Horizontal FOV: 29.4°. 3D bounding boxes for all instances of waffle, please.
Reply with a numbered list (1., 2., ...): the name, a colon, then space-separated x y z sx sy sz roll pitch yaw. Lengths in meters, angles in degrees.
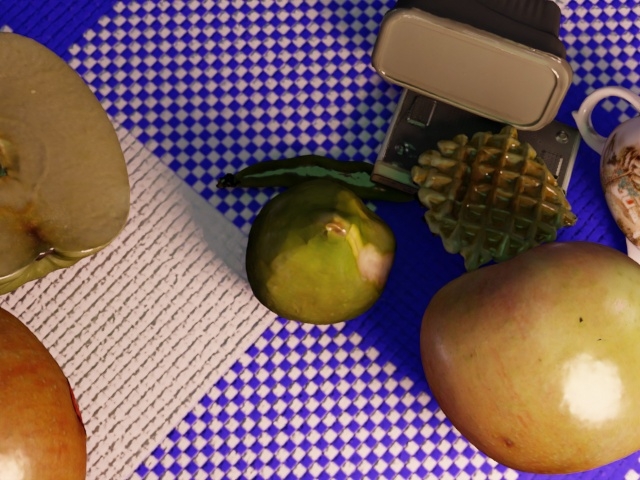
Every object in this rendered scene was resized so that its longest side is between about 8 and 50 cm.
1. waffle: 0.230 -0.060 1.642 0.208 0.054 0.214 -23 60 -16

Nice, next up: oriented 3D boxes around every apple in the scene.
1. apple: -0.478 0.255 1.465 0.400 0.333 0.400 0 65 0
2. apple: -0.448 -0.090 1.590 0.320 0.311 0.360 -36 77 9
3. apple: 0.297 0.154 1.548 0.319 0.319 0.277 -19 80 -8

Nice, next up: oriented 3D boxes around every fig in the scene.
1. fig: 0.000 0.000 1.591 0.206 0.275 0.206 0 74 -1

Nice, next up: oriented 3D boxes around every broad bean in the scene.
1. broad bean: 0.001 -0.092 1.739 0.297 0.043 0.060 5 80 0

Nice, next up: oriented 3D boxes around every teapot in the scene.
1. teapot: 0.457 -0.080 1.698 0.204 0.139 0.298 -5 76 -45

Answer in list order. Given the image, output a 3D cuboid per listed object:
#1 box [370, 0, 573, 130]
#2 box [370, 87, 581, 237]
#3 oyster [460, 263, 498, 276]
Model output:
1. box: 0.227 -0.288 1.735 0.274 0.138 0.178 21 46 1
2. box: 0.226 -0.126 1.736 0.270 0.045 0.211 21 61 3
3. oyster: 0.241 0.040 1.700 0.083 0.081 0.038 20 46 -30
